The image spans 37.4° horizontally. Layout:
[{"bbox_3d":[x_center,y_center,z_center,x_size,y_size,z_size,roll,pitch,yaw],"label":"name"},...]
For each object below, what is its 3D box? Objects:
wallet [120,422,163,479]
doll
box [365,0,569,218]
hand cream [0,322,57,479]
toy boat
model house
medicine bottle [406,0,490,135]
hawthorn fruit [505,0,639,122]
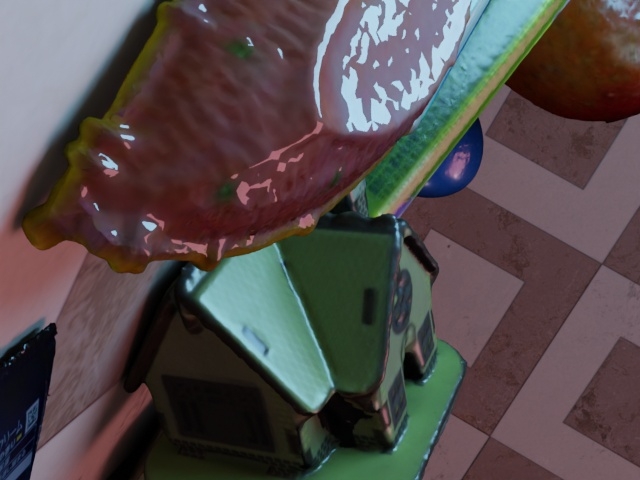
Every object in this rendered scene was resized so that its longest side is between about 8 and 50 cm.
[{"bbox_3d":[-0.163,0.258,0.921,0.310,0.077,0.223,-65,177,31],"label":"wallet"},{"bbox_3d":[0.166,-0.190,1.375,0.215,0.161,0.257,-12,116,-66],"label":"doll"},{"bbox_3d":[0.117,-0.157,0.822,0.346,0.097,0.134,-52,-164,-4],"label":"box"},{"bbox_3d":[-0.173,0.171,0.425,0.120,0.061,0.271,-54,167,-65],"label":"hand cream"},{"bbox_3d":[0.000,-0.093,0.421,0.318,0.099,0.141,-56,133,-42],"label":"toy boat"},{"bbox_3d":[-0.027,0.030,0.639,0.218,0.204,0.279,-57,145,-48],"label":"model house"},{"bbox_3d":[0.085,-0.192,0.696,0.229,0.083,0.121,-59,-165,1],"label":"medicine bottle"},{"bbox_3d":[0.316,-0.261,1.081,0.284,0.369,0.285,-42,-172,8],"label":"hawthorn fruit"}]
